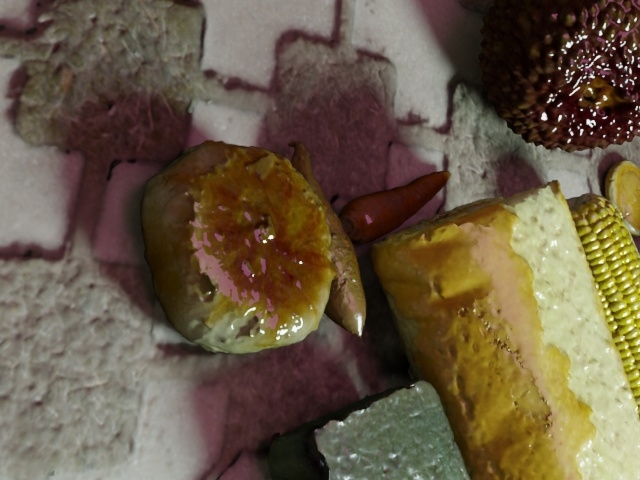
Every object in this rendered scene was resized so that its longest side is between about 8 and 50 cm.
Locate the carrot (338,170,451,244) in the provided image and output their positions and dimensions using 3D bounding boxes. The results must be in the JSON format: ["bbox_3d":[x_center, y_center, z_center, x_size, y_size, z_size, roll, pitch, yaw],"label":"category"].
[{"bbox_3d":[0.087,-0.042,1.292,0.216,0.048,0.048,-27,95,-50],"label":"carrot"}]

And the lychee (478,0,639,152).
[{"bbox_3d":[0.310,-0.238,1.446,0.271,0.271,0.271,17,65,-40],"label":"lychee"}]

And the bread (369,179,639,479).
[{"bbox_3d":[0.200,0.144,1.246,0.236,0.165,0.375,-24,95,-44],"label":"bread"}]

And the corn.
[{"bbox_3d":[0.349,0.095,1.454,0.123,0.122,0.305,-32,103,-74],"label":"corn"}]

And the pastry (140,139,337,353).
[{"bbox_3d":[-0.073,0.005,1.079,0.182,0.093,0.192,2,75,-41],"label":"pastry"}]

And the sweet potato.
[{"bbox_3d":[0.000,0.000,1.181,0.068,0.060,0.206,17,56,-82],"label":"sweet potato"}]

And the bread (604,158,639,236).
[{"bbox_3d":[0.420,-0.057,1.631,0.110,0.024,0.110,17,65,-41],"label":"bread"}]

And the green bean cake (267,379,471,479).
[{"bbox_3d":[0.049,0.235,1.116,0.181,0.094,0.173,-17,87,-45],"label":"green bean cake"}]
